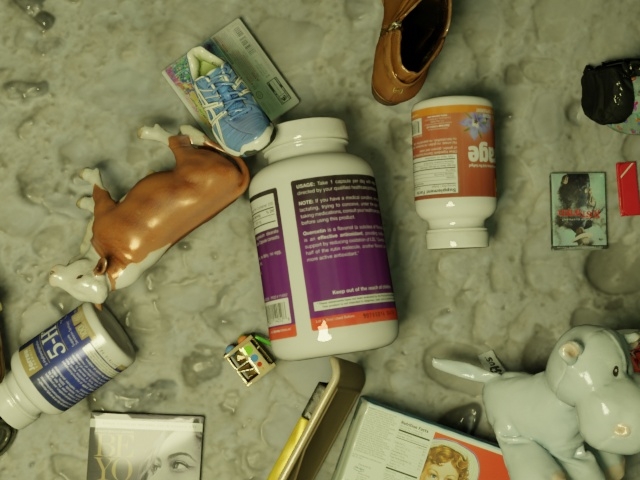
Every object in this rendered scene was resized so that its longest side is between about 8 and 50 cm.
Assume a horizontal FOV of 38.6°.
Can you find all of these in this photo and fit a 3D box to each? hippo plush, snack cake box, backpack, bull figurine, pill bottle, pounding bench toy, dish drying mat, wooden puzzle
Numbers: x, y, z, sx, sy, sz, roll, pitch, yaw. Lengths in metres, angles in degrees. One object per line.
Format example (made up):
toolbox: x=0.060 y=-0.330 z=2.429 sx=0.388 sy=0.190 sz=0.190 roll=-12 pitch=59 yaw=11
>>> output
hippo plush: x=0.361 y=0.216 z=1.256 sx=0.234 sy=0.236 sz=0.294 roll=0 pitch=51 yaw=-39
snack cake box: x=0.161 y=0.343 z=1.336 sx=0.264 sy=0.089 sz=0.152 roll=20 pitch=85 yaw=-4
backpack: x=0.497 y=-0.213 z=1.367 sx=0.182 sy=0.152 sz=0.115 roll=1 pitch=104 yaw=-8
bull figurine: x=-0.250 y=-0.042 z=1.279 sx=0.310 sy=0.101 sz=0.188 roll=-33 pitch=62 yaw=-9
pill bottle: x=-0.366 y=0.178 z=1.285 sx=0.186 sy=0.112 sz=0.112 roll=-35 pitch=91 yaw=-2
pill bottle: x=0.197 y=-0.096 z=1.338 sx=0.121 sy=0.121 sz=0.216 roll=-2 pitch=89 yaw=-5
pill bottle: x=0.000 y=0.000 z=1.281 sx=0.181 sy=0.181 sz=0.323 roll=-8 pitch=83 yaw=-5
pounding bench toy: x=-0.094 y=0.162 z=1.339 sx=0.083 sy=0.052 sz=0.065 roll=-38 pitch=91 yaw=-5
dish drying mat: x=0.477 y=-0.080 z=1.417 sx=0.032 sy=0.008 sz=0.083 roll=-5 pitch=88 yaw=-6
wooden puzzle: x=-0.012 y=0.275 z=1.264 sx=0.044 sy=0.221 sz=0.239 roll=22 pitch=85 yaw=14

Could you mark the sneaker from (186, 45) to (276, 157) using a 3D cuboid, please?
sneaker: x=-0.133 y=-0.191 z=1.261 sx=0.080 sy=0.081 sz=0.211 roll=-36 pitch=51 yaw=-5

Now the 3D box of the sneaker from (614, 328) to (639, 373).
sneaker: x=0.501 y=0.174 z=1.341 sx=0.270 sy=0.145 sz=0.090 roll=-8 pitch=89 yaw=-5

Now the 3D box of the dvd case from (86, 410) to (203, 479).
dvd case: x=-0.260 y=0.364 z=1.336 sx=0.164 sy=0.018 sz=0.221 roll=4 pitch=88 yaw=-4

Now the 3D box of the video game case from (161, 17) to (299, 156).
video game case: x=-0.134 y=-0.228 z=1.367 sx=0.143 sy=0.019 sz=0.157 roll=-36 pitch=92 yaw=-5

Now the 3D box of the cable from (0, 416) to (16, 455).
cable: x=-0.497 y=0.278 z=1.186 sx=0.072 sy=0.287 sz=0.139 roll=11 pitch=77 yaw=27

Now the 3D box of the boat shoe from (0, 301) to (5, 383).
boat shoe: x=-0.478 y=0.092 z=1.264 sx=0.095 sy=0.095 sz=0.257 roll=-20 pitch=73 yaw=22

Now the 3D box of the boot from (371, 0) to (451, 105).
boot: x=0.134 y=-0.335 z=1.291 sx=0.109 sy=0.220 sz=0.283 roll=19 pitch=87 yaw=-3

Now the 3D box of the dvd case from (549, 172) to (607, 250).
dvd case: x=0.396 y=-0.044 z=1.406 sx=0.087 sy=0.013 sz=0.119 roll=0 pitch=89 yaw=-5
